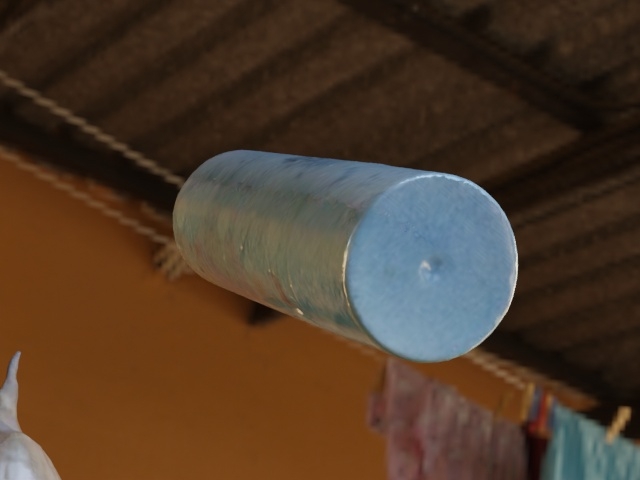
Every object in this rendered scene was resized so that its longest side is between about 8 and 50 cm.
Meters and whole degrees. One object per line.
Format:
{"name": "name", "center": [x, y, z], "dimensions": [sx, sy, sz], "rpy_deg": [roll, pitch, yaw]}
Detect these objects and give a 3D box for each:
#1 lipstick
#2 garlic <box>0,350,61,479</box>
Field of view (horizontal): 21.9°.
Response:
{"name": "lipstick", "center": [0.000, 0.000, 0.470], "dimensions": [0.048, 0.048, 0.158], "rpy_deg": [20, -2, -21]}
{"name": "garlic", "center": [-0.174, 0.166, 0.857], "dimensions": [0.090, 0.198, 0.128], "rpy_deg": [7, 6, -16]}
